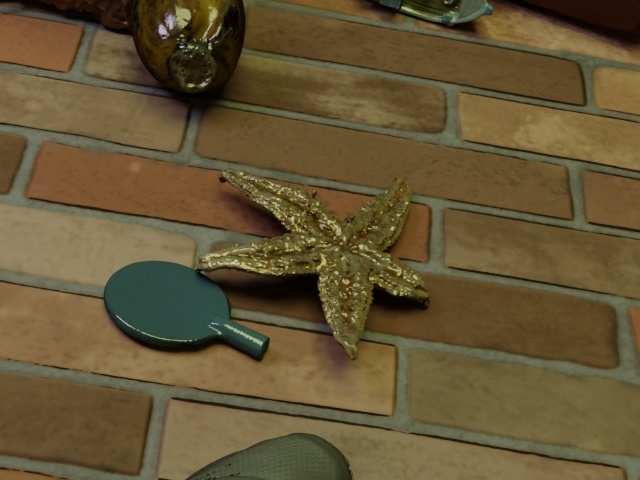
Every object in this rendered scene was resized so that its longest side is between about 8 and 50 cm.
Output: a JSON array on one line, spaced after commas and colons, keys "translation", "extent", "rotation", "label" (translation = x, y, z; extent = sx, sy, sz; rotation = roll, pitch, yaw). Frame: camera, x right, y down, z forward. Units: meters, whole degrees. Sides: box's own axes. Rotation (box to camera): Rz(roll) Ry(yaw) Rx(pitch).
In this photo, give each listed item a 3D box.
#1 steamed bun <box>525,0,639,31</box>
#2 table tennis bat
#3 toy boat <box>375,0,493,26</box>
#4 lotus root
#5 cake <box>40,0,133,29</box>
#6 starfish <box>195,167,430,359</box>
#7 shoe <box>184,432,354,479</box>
[{"translation": [0.290, -0.431, 1.714], "extent": [0.379, 0.235, 0.248], "rotation": [23, 46, 11], "label": "steamed bun"}, {"translation": [-0.116, 0.063, 1.243], "extent": [0.155, 0.019, 0.100], "rotation": [23, 39, 12], "label": "table tennis bat"}, {"translation": [0.116, -0.290, 1.643], "extent": [0.173, 0.069, 0.059], "rotation": [17, 28, 5], "label": "toy boat"}, {"translation": [-0.138, -0.229, 1.484], "extent": [0.120, 0.120, 0.209], "rotation": [4, 44, -10], "label": "lotus root"}, {"translation": [-0.272, -0.428, 1.543], "extent": [0.256, 0.290, 0.282], "rotation": [16, 39, 1], "label": "cake"}, {"translation": [0.001, -0.005, 1.316], "extent": [0.231, 0.048, 0.295], "rotation": [20, 39, 5], "label": "starfish"}, {"translation": [-0.088, 0.210, 0.976], "extent": [0.132, 0.171, 0.336], "rotation": [31, 46, 20], "label": "shoe"}]
